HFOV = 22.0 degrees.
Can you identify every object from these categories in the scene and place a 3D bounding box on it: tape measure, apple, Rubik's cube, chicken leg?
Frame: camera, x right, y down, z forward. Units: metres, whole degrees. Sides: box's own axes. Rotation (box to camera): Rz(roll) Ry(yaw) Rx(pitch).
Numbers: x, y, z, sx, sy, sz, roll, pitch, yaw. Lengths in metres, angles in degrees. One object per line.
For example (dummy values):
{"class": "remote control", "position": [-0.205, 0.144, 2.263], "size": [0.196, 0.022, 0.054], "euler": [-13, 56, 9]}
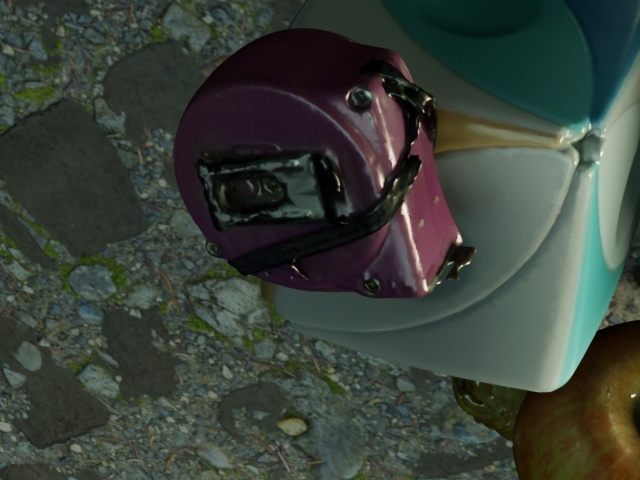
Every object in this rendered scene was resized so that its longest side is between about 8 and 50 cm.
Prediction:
{"class": "tape measure", "position": [-0.003, -0.065, 1.443], "size": [0.245, 0.149, 0.231], "euler": [-2, 122, 29]}
{"class": "apple", "position": [0.364, 0.239, 1.834], "size": [0.302, 0.301, 0.301], "euler": [15, 134, 16]}
{"class": "Rubik's cube", "position": [0.150, -0.093, 1.682], "size": [0.347, 0.351, 0.352], "euler": [15, 130, 17]}
{"class": "chicken leg", "position": [0.285, 0.214, 2.045], "size": [0.201, 0.152, 0.429], "euler": [-12, 130, 26]}
